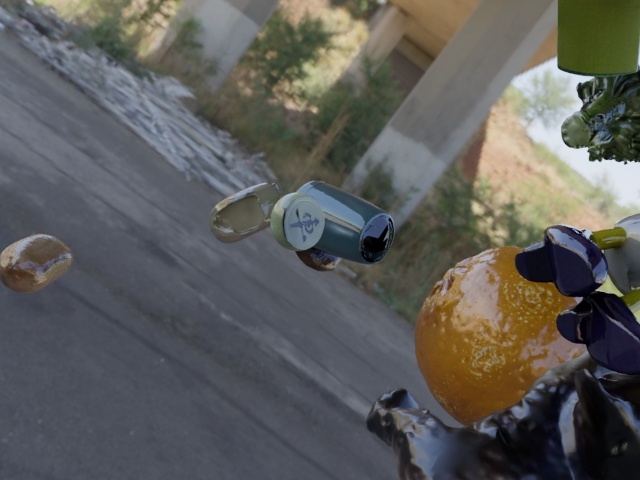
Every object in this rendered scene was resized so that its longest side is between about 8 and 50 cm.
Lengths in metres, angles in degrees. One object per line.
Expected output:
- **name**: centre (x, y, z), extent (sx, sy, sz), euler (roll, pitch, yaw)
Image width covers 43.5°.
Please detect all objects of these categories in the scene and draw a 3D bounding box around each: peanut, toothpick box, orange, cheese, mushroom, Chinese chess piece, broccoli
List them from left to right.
- **peanut**: centre (-0.405, 0.030, 1.150), extent (0.076, 0.076, 0.152), euler (37, 15, 1)
- **cheese**: centre (-0.120, -0.061, 1.583), extent (0.082, 0.163, 0.286), euler (66, 15, -1)
- **Chinese chess piece**: centre (-0.032, -0.027, 1.140), extent (0.084, 0.084, 0.034), euler (30, -15, -40)
- **mushroom**: centre (0.000, 0.000, 1.549), extent (0.123, 0.123, 0.052), euler (34, -34, -21)
- **toothpick box**: centre (0.038, -0.029, 1.428), extent (0.184, 0.120, 0.120), euler (23, -2, 41)
- **orange**: centre (0.324, 0.168, 1.431), extent (0.293, 0.340, 0.340), euler (45, 10, 5)
- **broccoli**: centre (0.466, -0.229, 1.277), extent (0.177, 0.199, 0.274), euler (-1, -4, 41)

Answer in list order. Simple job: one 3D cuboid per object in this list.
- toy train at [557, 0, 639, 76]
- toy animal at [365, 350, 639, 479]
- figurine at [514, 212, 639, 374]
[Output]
- **toy train**: centre (0.446, -0.442, 1.233), extent (0.160, 0.397, 0.253), euler (6, -44, 22)
- **toy animal**: centre (0.229, 0.214, 0.758), extent (0.302, 0.344, 0.194), euler (-14, 84, -86)
- **figurine**: centre (0.400, -0.001, 0.783), extent (0.193, 0.420, 0.154), euler (103, -33, -82)
